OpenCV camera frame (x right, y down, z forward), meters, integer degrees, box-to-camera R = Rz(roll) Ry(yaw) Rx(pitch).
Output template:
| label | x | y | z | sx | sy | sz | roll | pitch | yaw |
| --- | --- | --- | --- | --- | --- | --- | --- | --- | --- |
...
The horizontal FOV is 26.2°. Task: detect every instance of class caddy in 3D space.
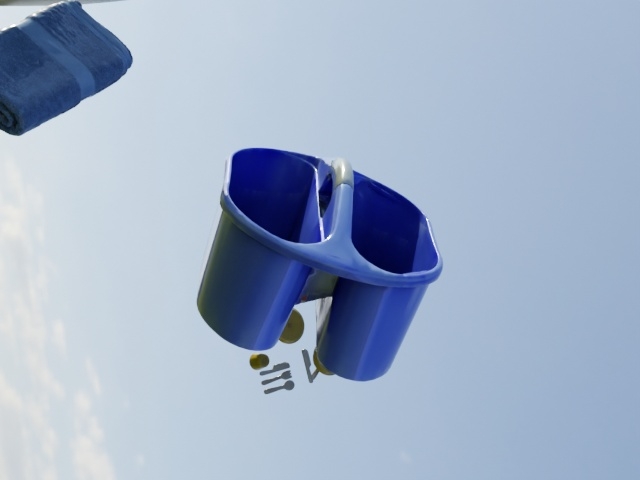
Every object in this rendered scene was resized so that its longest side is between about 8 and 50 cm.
| label | x | y | z | sx | sy | sz | roll | pitch | yaw |
| --- | --- | --- | --- | --- | --- | --- | --- | --- | --- |
| caddy | 0.000 | 0.000 | 1.471 | 0.341 | 0.241 | 0.179 | -96 | -156 | -69 |

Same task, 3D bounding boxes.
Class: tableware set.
| label | x | y | z | sx | sy | sz | roll | pitch | yaw |
| --- | --- | --- | --- | --- | --- | --- | --- | --- | --- |
| tableware set | -0.028 | 0.134 | 1.765 | 0.024 | 0.154 | 0.104 | -14 | -90 | 58 |

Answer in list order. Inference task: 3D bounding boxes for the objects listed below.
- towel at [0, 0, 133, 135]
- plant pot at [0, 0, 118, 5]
| label | x | y | z | sx | sy | sz | roll | pitch | yaw |
| --- | --- | --- | --- | --- | --- | --- | --- | --- | --- |
| towel | -0.174 | -0.108 | 0.860 | 0.067 | 0.119 | 0.029 | 42 | -51 | 5 |
| plant pot | -0.226 | -0.383 | 1.587 | 0.256 | 0.274 | 0.256 | -174 | -90 | -83 |
